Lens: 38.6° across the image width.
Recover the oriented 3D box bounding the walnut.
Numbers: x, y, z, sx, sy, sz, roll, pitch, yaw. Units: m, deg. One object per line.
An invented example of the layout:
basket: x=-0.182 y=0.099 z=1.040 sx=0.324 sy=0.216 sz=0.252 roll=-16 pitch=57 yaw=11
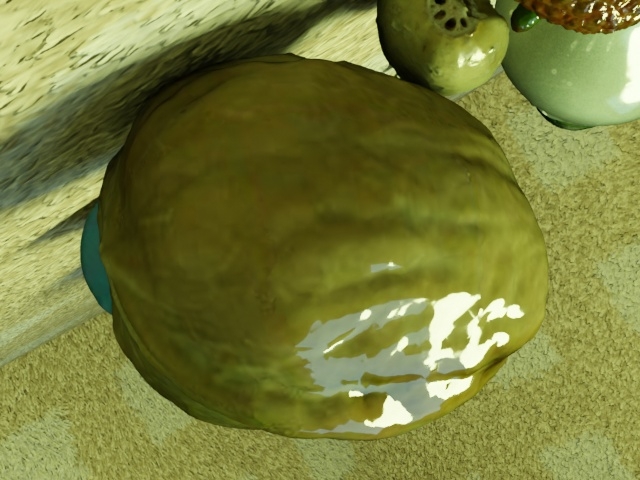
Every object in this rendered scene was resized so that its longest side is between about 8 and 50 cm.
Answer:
walnut: x=0.000 y=0.000 z=0.571 sx=0.283 sy=0.283 sz=0.227 roll=-32 pitch=161 yaw=-41

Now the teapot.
teapot: x=0.237 y=-0.201 z=0.717 sx=0.183 sy=0.183 sz=0.251 roll=-31 pitch=169 yaw=-3

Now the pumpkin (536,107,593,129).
pumpkin: x=0.388 y=-0.275 z=1.301 sx=0.250 sy=0.216 sz=0.250 roll=-59 pitch=168 yaw=-20

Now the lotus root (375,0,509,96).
lotus root: x=0.078 y=-0.140 z=0.610 sx=0.077 sy=0.090 sz=0.183 roll=-26 pitch=-172 yaw=8

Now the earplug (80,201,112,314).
earplug: x=-0.116 y=-0.011 z=0.890 sx=0.132 sy=0.132 sz=0.273 roll=-31 pitch=-176 yaw=14

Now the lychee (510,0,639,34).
lychee: x=0.153 y=-0.174 z=0.517 sx=0.114 sy=0.114 sz=0.146 roll=-31 pitch=161 yaw=-31

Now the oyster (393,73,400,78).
oyster: x=0.123 y=-0.203 z=1.024 sx=0.098 sy=0.037 sz=0.100 roll=-32 pitch=-179 yaw=-6
